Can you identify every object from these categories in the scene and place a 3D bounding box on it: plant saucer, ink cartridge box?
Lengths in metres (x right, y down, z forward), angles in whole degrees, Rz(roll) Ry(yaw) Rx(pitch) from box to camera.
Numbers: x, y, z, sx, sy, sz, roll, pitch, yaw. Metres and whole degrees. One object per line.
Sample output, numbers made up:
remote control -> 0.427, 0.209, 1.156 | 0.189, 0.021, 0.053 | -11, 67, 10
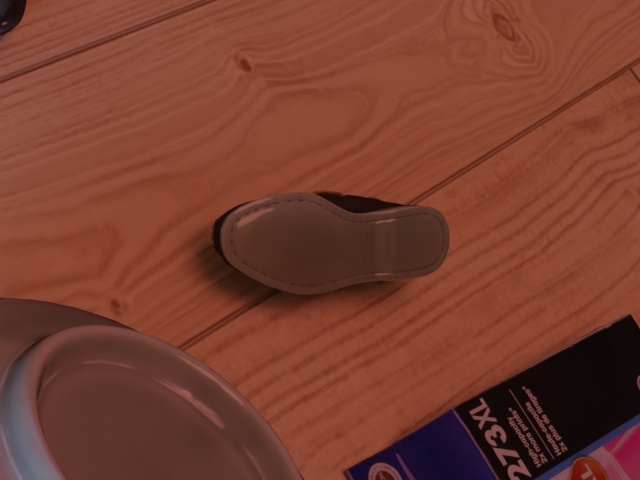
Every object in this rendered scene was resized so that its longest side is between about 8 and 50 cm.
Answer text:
plant saucer -> -0.115, 0.161, 0.991 | 0.400, 0.100, 0.400 | 33, 26, -18
ink cartridge box -> 0.194, 0.195, 1.354 | 0.371, 0.069, 0.176 | -21, 76, -45

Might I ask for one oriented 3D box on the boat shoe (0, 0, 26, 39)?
boat shoe -> -0.268, -0.306, 1.281 | 0.112, 0.095, 0.335 | 12, 54, -35

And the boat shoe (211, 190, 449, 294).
boat shoe -> 0.000, 0.000, 1.321 | 0.227, 0.068, 0.081 | 2, 95, -38
